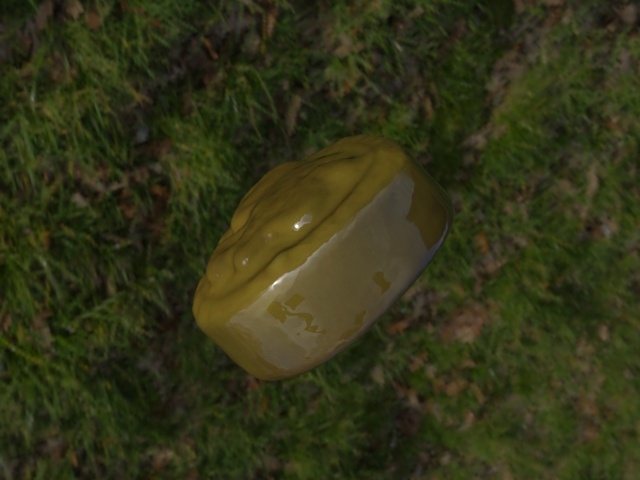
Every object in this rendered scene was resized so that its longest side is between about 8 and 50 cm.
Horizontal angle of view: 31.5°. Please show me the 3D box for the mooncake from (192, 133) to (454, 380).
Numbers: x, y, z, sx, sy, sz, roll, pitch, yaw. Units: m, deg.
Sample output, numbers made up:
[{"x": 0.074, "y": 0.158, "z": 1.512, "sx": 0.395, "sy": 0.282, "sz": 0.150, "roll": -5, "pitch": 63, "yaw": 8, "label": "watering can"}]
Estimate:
[{"x": 0.000, "y": 0.000, "z": 0.972, "sx": 0.235, "sy": 0.235, "sz": 0.117, "roll": -39, "pitch": 107, "yaw": 12, "label": "mooncake"}]
